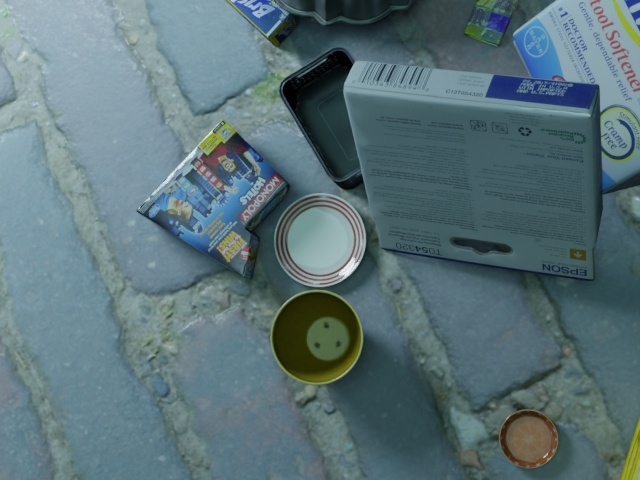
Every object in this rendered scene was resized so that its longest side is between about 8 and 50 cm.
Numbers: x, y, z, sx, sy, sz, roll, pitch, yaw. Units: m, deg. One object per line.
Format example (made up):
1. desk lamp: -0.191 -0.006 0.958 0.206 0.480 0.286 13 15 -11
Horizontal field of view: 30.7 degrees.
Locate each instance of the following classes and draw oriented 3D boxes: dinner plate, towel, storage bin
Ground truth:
1. dinner plate: 0.000 0.000 1.748 0.141 0.017 0.141 -1 83 11
2. towel: 0.255 -0.336 1.739 0.060 0.009 0.083 23 89 12
3. storage bin: 0.034 -0.179 1.727 0.122 0.084 0.180 -32 78 6

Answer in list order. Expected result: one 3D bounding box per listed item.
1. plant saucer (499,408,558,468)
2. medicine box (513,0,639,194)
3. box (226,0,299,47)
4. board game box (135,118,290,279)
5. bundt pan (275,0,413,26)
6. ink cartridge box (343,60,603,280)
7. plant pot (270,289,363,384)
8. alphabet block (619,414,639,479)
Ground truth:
1. plant saucer: 0.297 0.283 1.662 0.083 0.013 0.084 -1 84 11
2. medicine box: 0.445 -0.240 1.549 0.289 0.149 0.264 -36 74 49
3. box: -0.113 -0.375 1.788 0.169 0.059 0.054 43 93 12
4. board game box: -0.142 -0.045 1.759 0.194 0.060 0.194 -46 79 3
5. bundt pan: 0.037 -0.488 1.711 0.330 0.124 0.331 -1 76 4
6. ink cartridge box: 0.214 -0.091 1.575 0.324 0.330 0.071 9 54 20
7. plant pot: 0.003 0.141 1.692 0.134 0.095 0.134 -1 84 11
8. alphabet block: 0.506 0.313 1.528 0.197 0.193 0.193 17 86 12
